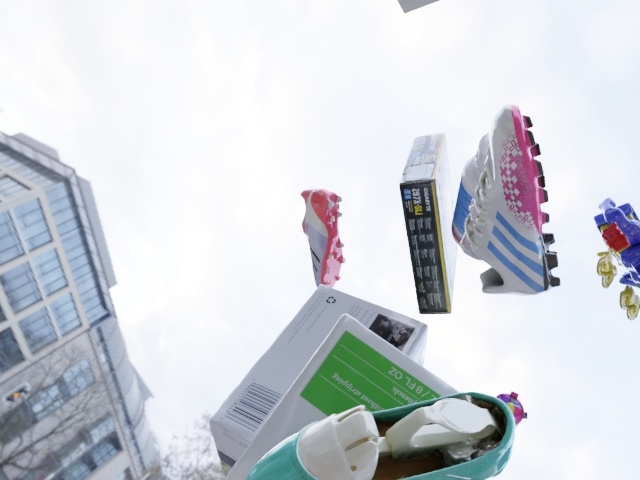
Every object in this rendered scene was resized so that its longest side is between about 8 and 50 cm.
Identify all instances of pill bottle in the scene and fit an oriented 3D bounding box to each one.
[{"bbox_3d":[0.305,-0.081,0.953,0.124,0.124,0.221,30,-30,25],"label":"pill bottle"}]

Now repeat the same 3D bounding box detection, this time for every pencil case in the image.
[{"bbox_3d":[0.556,0.531,1.635,0.104,0.104,0.236,31,-20,24],"label":"pencil case"}]

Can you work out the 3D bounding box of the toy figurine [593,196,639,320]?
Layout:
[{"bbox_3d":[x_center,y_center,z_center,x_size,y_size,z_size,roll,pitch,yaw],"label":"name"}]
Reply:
[{"bbox_3d":[0.582,0.021,0.933,0.191,0.217,0.363,-35,-59,25],"label":"toy figurine"}]

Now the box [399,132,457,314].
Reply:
[{"bbox_3d":[0.246,-0.041,1.190,0.080,0.257,0.321,-4,-61,18],"label":"box"}]

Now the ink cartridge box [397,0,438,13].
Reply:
[{"bbox_3d":[0.129,-0.452,0.793,0.109,0.062,0.209,1,-38,46],"label":"ink cartridge box"}]

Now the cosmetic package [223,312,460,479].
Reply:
[{"bbox_3d":[-0.005,0.290,0.570,0.197,0.365,0.155,32,-21,12],"label":"cosmetic package"}]

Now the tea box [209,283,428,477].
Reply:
[{"bbox_3d":[0.016,0.317,0.929,0.220,0.329,0.323,18,-47,25],"label":"tea box"}]

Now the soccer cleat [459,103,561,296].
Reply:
[{"bbox_3d":[0.273,-0.039,0.823,0.143,0.116,0.331,-9,-58,23],"label":"soccer cleat"}]

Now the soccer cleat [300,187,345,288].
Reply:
[{"bbox_3d":[0.000,0.000,1.230,0.095,0.083,0.247,16,-62,33],"label":"soccer cleat"}]

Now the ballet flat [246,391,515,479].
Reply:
[{"bbox_3d":[0.055,0.169,0.453,0.083,0.248,0.087,-118,-151,-51],"label":"ballet flat"}]
